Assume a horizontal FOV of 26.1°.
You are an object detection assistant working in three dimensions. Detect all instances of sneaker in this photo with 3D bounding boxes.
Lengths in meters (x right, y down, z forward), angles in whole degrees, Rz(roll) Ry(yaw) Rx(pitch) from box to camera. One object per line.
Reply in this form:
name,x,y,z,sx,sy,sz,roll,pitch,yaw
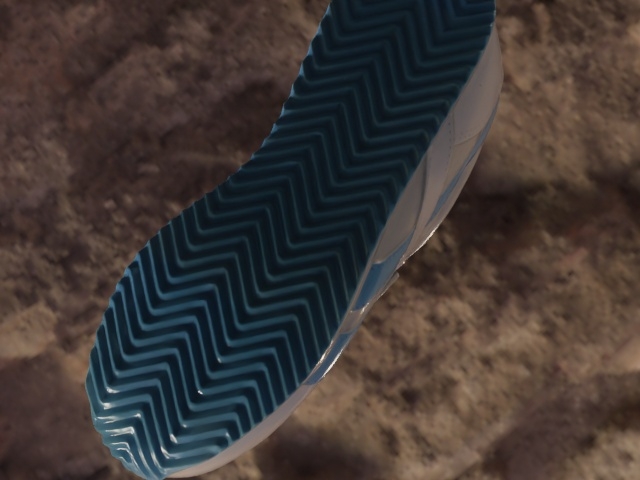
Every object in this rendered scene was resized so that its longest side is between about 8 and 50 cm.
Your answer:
sneaker,0.000,0.000,0.543,0.229,0.087,0.092,-53,-22,-6
